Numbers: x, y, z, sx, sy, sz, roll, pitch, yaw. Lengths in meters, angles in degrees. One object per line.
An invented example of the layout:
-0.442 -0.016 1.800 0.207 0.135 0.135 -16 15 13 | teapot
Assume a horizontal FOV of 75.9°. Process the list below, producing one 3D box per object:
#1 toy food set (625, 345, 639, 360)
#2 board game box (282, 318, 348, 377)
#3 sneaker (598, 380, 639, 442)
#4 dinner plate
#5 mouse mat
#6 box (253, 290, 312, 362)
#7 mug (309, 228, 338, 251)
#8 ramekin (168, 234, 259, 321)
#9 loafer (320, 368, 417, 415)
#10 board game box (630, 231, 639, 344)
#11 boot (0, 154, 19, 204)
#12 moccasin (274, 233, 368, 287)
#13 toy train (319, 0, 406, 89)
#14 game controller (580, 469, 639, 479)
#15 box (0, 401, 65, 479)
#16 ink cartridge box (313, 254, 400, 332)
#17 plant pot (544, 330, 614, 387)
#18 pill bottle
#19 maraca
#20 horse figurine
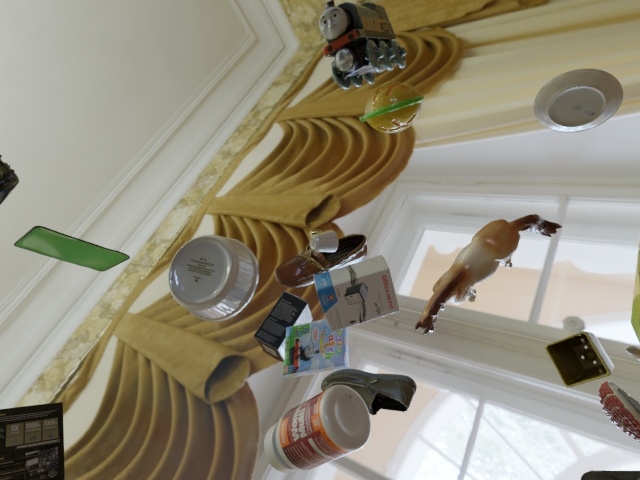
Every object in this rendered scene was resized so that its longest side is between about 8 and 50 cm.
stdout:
0.575 0.197 0.628 0.071 0.128 0.217 -36 -25 -20 | toy food set
-0.015 0.329 1.272 0.039 0.212 0.160 47 -146 -45 | board game box
0.755 0.420 0.948 0.093 0.225 0.088 -32 -30 -15 | sneaker
0.473 -0.251 0.760 0.141 0.141 0.017 53 -133 -44 | dinner plate
-0.527 0.023 0.876 0.190 0.153 0.007 27 -125 -43 | mouse mat
-0.131 0.318 1.515 0.207 0.108 0.153 -56 -25 -27 | box
0.001 0.004 1.124 0.064 0.078 0.062 -7 -79 -32 | mug
-0.337 0.106 1.256 0.127 0.273 0.272 47 -122 -66 | ramekin
0.118 0.393 1.057 0.087 0.252 0.094 -72 -29 -53 | loafer
0.279 0.010 0.280 0.043 0.092 0.181 -70 -35 -48 | board game box
-0.479 -0.011 0.437 0.207 0.094 0.246 -49 -3 16 | boot
0.005 0.072 1.580 0.147 0.381 0.139 81 171 -58 | moccasin
0.106 -0.507 1.053 0.334 0.142 0.190 -39 -72 -53 | toy train
0.416 0.357 0.548 0.167 0.067 0.319 -18 -28 -10 | game controller
-0.414 0.287 0.484 0.180 0.147 0.077 10 -46 -43 | box
0.094 0.137 1.065 0.082 0.191 0.139 -103 -5 -65 | ink cartridge box
0.493 0.219 0.769 0.083 0.081 0.081 6 -125 -40 | plant pot
-0.013 0.386 0.826 0.121 0.221 0.121 30 -142 -26 | pill bottle
0.150 -0.281 0.881 0.127 0.185 0.099 -16 -78 -5 | maraca
0.250 0.041 0.640 0.263 0.066 0.174 -46 -29 9 | horse figurine
